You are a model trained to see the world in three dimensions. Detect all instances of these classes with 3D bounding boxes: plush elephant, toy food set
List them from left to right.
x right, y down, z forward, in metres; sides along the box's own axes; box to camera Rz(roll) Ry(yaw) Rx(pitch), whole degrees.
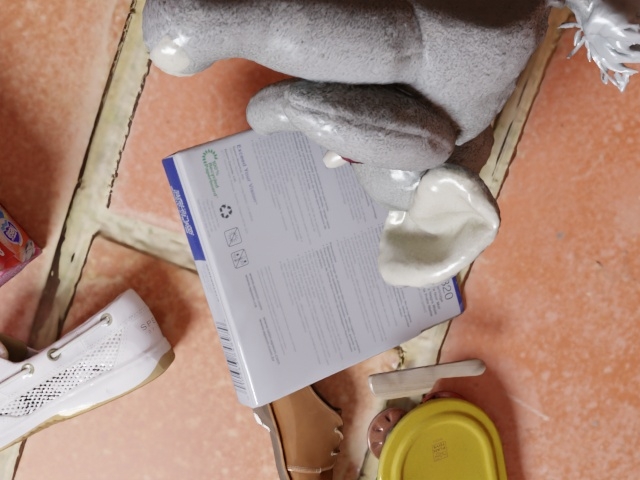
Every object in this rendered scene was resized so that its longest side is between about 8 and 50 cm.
[{"bbox_3d":[0.051,-0.122,0.713,0.329,0.255,0.272,16,56,-5],"label":"plush elephant"},{"bbox_3d":[0.097,0.204,0.876,0.128,0.071,0.218,-13,100,-22],"label":"toy food set"}]

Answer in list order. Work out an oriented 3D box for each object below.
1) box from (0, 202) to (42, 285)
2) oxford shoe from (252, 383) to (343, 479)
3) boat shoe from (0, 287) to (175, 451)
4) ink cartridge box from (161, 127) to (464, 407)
[{"bbox_3d":[-0.384,0.050,0.820,0.257,0.122,0.128,-39,97,5],"label":"box"},{"bbox_3d":[-0.007,0.190,0.868,0.076,0.076,0.212,-19,97,-7],"label":"oxford shoe"},{"bbox_3d":[-0.271,0.124,0.848,0.277,0.098,0.096,-25,97,-6],"label":"boat shoe"},{"bbox_3d":[0.000,0.000,0.836,0.224,0.045,0.223,-20,98,-26],"label":"ink cartridge box"}]
